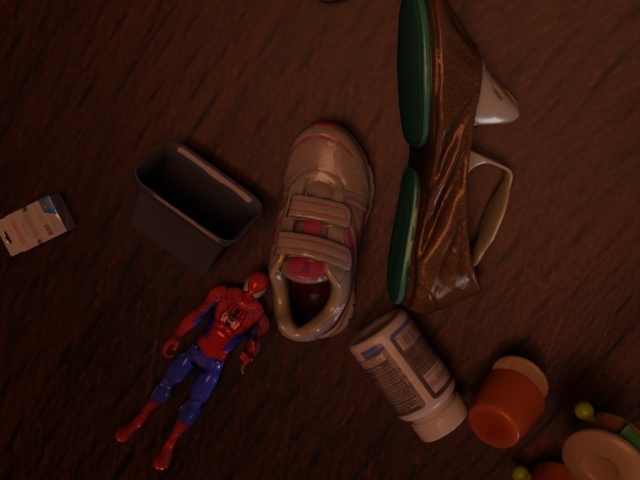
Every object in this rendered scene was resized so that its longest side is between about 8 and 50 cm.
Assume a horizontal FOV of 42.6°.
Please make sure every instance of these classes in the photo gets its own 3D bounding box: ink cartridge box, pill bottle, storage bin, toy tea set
[{"bbox_3d":[-0.343,-0.019,0.987,0.083,0.028,0.048,-23,97,15],"label":"ink cartridge box"},{"bbox_3d":[0.101,0.151,0.915,0.078,0.078,0.137,-34,94,16],"label":"pill bottle"},{"bbox_3d":[-0.145,-0.032,0.921,0.135,0.098,0.091,36,134,1],"label":"storage bin"},{"bbox_3d":[0.310,0.258,0.903,0.200,0.124,0.336,-24,102,45],"label":"toy tea set"}]

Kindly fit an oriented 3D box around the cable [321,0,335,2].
[{"bbox_3d":[-0.006,-0.396,0.837,0.139,0.072,0.287,-23,110,-1],"label":"cable"}]

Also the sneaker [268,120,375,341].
[{"bbox_3d":[0.000,0.000,0.882,0.103,0.111,0.252,3,103,10],"label":"sneaker"}]

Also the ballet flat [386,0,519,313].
[{"bbox_3d":[0.139,-0.088,0.846,0.124,0.116,0.342,-2,104,-9],"label":"ballet flat"}]

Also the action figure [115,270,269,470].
[{"bbox_3d":[-0.146,0.154,0.938,0.091,0.139,0.280,35,104,0],"label":"action figure"}]
